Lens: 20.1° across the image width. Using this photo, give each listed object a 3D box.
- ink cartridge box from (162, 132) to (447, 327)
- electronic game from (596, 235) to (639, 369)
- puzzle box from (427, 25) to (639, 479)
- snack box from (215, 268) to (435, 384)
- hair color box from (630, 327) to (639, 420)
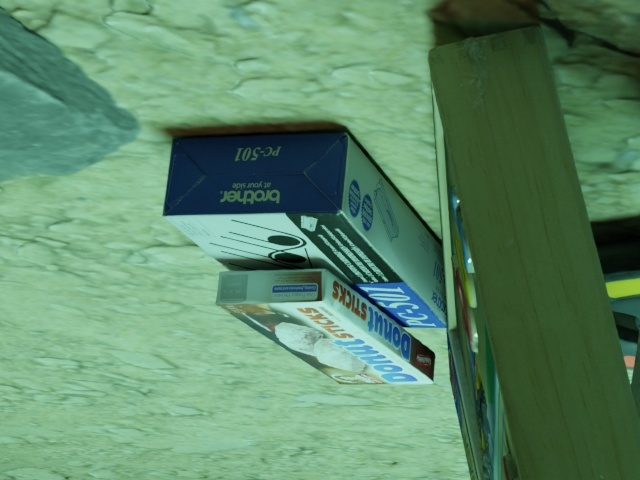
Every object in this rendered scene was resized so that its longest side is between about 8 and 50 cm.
[{"bbox_3d":[0.000,0.000,0.985,0.097,0.046,0.207,-1,162,20],"label":"ink cartridge box"},{"bbox_3d":[0.231,0.045,1.061,0.229,0.048,0.229,4,162,1],"label":"electronic game"},{"bbox_3d":[0.107,0.113,0.879,0.052,0.272,0.409,-10,155,1],"label":"puzzle box"},{"bbox_3d":[0.007,0.051,1.028,0.064,0.022,0.178,-3,161,23],"label":"snack box"},{"bbox_3d":[0.317,0.036,0.772,0.347,0.174,0.105,-5,143,30],"label":"hair color box"}]
